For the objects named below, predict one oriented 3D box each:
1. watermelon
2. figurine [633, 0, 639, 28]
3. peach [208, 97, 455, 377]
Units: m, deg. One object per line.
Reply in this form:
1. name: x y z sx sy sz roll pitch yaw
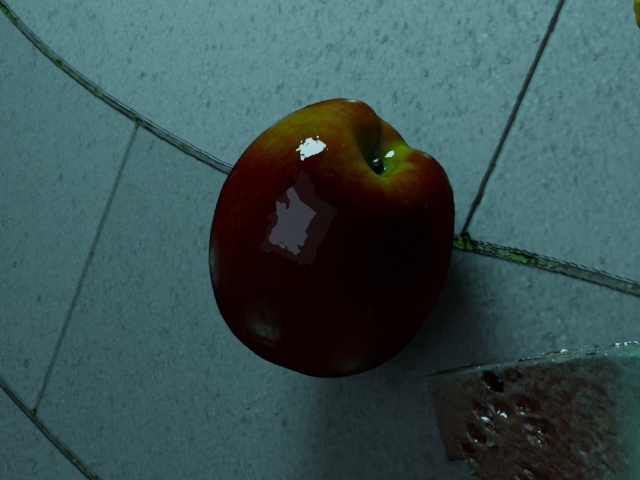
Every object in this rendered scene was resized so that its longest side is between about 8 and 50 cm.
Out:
1. watermelon: 0.176 0.142 0.915 0.241 0.094 0.154 6 98 45
2. figurine: 0.344 -0.199 0.721 0.320 0.196 0.323 36 101 -1
3. peach: 0.000 0.000 1.014 0.243 0.199 0.243 -17 69 51
